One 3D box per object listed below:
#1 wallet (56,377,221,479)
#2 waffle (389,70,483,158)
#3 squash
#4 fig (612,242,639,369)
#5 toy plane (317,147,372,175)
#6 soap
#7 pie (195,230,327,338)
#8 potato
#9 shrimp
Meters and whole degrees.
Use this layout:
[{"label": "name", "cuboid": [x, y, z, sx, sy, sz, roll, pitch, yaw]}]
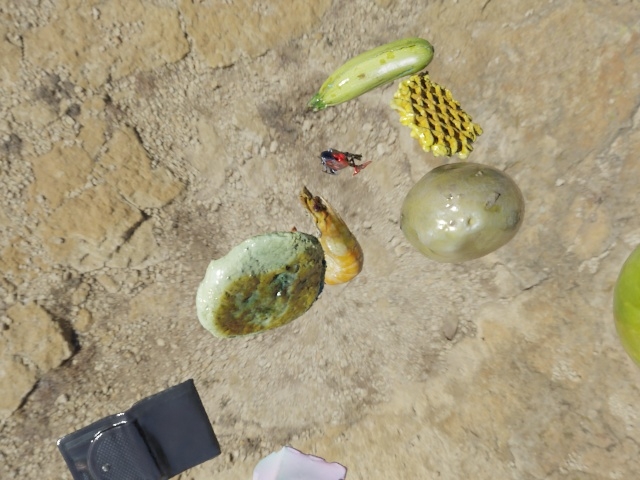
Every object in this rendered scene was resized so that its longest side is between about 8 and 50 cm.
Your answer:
[{"label": "wallet", "cuboid": [-0.414, 0.481, 1.307, 0.323, 0.041, 0.247, -22, 117, -17]}, {"label": "waffle", "cuboid": [0.276, -0.292, 1.328, 0.243, 0.059, 0.238, 48, 44, 7]}, {"label": "squash", "cuboid": [0.108, -0.405, 1.356, 0.341, 0.094, 0.094, -22, 85, 14]}, {"label": "fig", "cuboid": [0.631, 0.120, 0.850, 0.316, 0.316, 0.316, 0, 85, 0]}, {"label": "toy plane", "cuboid": [0.046, -0.162, 1.146, 0.060, 0.145, 0.037, -34, 63, 34]}, {"label": "soap", "cuboid": [-0.069, 0.579, 1.204, 0.193, 0.109, 0.324, 17, 129, 8]}, {"label": "pie", "cuboid": [-0.070, 0.061, 0.719, 0.187, 0.187, 0.041, -33, 52, -3]}, {"label": "potato", "cuboid": [0.210, -0.041, 0.844, 0.178, 0.235, 0.160, -44, 80, 14]}, {"label": "shrimp", "cuboid": [0.000, 0.000, 1.060, 0.150, 0.249, 0.068, -9, 41, 7]}]
